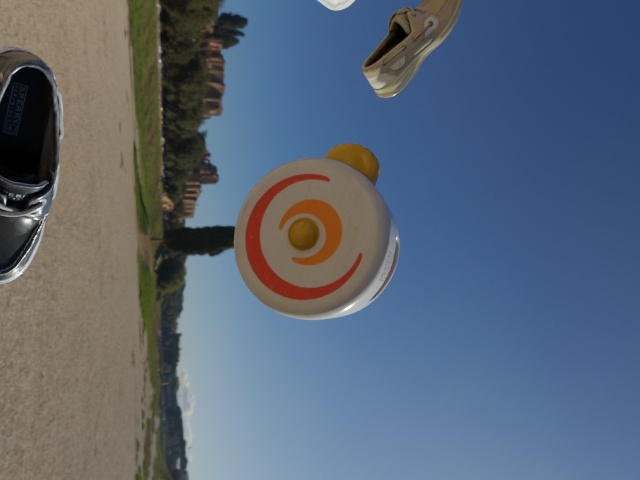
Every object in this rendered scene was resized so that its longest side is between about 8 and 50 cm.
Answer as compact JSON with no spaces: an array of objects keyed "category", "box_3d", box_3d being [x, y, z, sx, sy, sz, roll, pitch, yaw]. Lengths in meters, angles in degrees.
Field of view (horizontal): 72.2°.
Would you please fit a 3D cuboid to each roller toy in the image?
[{"category":"roller toy","box_3d":[0.000,0.000,0.546,0.191,0.209,0.146,68,11,13]}]

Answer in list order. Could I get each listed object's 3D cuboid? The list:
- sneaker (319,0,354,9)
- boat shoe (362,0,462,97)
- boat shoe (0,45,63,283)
[{"category":"sneaker","box_3d":[-0.052,-0.622,0.869,0.130,0.323,0.236,-32,-105,27]},{"category":"boat shoe","box_3d":[0.202,-0.462,0.966,0.302,0.098,0.109,-53,-142,-4]},{"category":"boat shoe","box_3d":[-0.371,-0.071,0.527,0.102,0.108,0.301,33,-73,39]}]
